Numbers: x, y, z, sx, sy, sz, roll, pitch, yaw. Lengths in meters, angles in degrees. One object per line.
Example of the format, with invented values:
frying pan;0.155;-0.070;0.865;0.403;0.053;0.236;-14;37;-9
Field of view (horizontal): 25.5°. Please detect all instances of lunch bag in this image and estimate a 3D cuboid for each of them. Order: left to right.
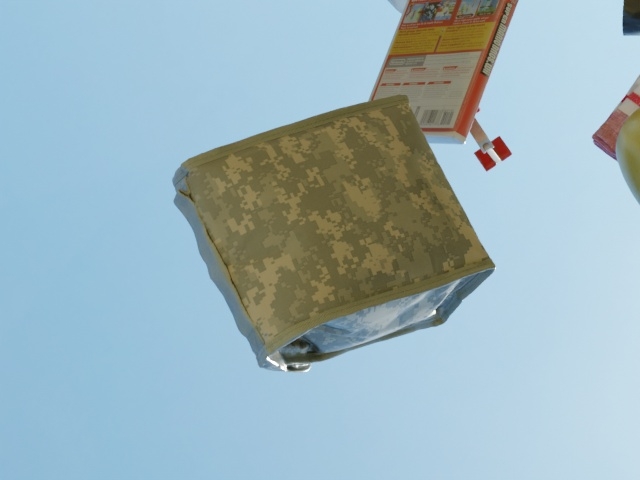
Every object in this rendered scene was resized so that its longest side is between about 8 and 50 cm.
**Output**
lunch bag;0.000;0.000;1.507;0.287;0.169;0.235;-15;-112;-30

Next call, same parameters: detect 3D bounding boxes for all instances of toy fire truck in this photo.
toy fire truck;0.211;-0.166;1.979;0.135;0.047;0.192;58;-171;5

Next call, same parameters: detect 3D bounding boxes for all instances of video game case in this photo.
video game case;0.159;-0.255;1.781;0.025;0.285;0.204;27;169;-33

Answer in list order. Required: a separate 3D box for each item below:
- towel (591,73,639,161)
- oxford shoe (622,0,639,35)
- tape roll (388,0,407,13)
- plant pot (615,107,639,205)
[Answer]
towel;0.573;-0.211;2.020;0.237;0.329;0.037;39;-174;30
oxford shoe;0.385;-0.299;1.511;0.096;0.082;0.227;5;-126;18
tape roll;0.150;-0.463;2.025;0.246;0.246;0.169;-14;-132;-32
plant pot;0.327;-0.077;1.293;0.134;0.134;0.095;-13;-147;-31
